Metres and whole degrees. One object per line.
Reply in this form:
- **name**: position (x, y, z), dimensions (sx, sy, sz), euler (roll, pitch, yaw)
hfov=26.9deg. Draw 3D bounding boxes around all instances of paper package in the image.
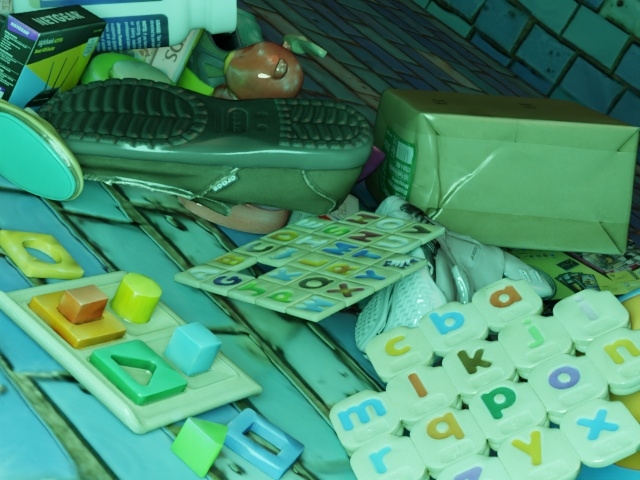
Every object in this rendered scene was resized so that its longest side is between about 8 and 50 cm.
- **paper package**: position (0.235, -0.101, 1.801), dimensions (0.310, 0.168, 0.325), euler (3, 13, -8)

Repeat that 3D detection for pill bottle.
- **pill bottle**: position (-0.241, -0.310, 1.643), dimensions (0.265, 0.153, 0.153), euler (-5, 26, -8)

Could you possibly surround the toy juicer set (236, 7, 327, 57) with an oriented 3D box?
- **toy juicer set**: position (-0.147, -0.336, 2.195), dimensions (0.329, 0.089, 0.209), euler (22, 5, 1)

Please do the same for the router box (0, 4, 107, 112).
- **router box**: position (-0.310, -0.185, 1.456), dimensions (0.046, 0.133, 0.179), euler (31, 19, 5)

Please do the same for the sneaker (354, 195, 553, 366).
- **sneaker**: position (0.154, 0.070, 1.480), dimensions (0.210, 0.137, 0.366), euler (24, 16, -10)

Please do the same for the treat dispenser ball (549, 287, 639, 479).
- **treat dispenser ball**: position (0.359, 0.178, 1.273), dimensions (0.288, 0.288, 0.288), euler (27, 19, -10)

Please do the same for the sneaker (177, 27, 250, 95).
- **sneaker**: position (-0.184, -0.289, 1.937), dimensions (0.300, 0.121, 0.111), euler (42, 21, 31)

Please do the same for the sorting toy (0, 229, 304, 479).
- **sorting toy**: position (-0.156, 0.078, 1.134), dimensions (0.348, 0.047, 0.196), euler (38, 20, 23)

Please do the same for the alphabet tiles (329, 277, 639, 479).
- **alphabet tiles**: position (0.154, 0.135, 1.179), dimensions (0.278, 0.284, 0.021), euler (-120, -173, -58)

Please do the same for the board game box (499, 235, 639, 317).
- **board game box**: position (0.336, 0.040, 1.829), dimensions (0.243, 0.042, 0.165), euler (-3, 39, -22)

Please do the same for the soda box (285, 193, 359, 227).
- **soda box**: position (0.000, 0.000, 1.534), dimensions (0.069, 0.074, 0.216), euler (27, 18, -10)

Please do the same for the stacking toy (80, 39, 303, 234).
- **stacking toy**: position (-0.134, -0.163, 1.602), dimensions (0.280, 0.130, 0.309), euler (21, 29, -21)

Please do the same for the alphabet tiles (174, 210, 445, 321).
- **alphabet tiles**: position (0.006, 0.017, 1.336), dimensions (0.198, 0.009, 0.237), euler (13, 28, 42)

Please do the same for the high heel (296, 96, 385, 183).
- **high heel**: position (-0.004, -0.172, 1.799), dimensions (0.082, 0.117, 0.244), euler (50, 15, -56)

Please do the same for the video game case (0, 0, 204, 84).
- **video game case**: position (-0.291, -0.319, 1.785), dimensions (0.275, 0.035, 0.248), euler (27, 53, -10)

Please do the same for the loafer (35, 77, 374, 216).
- **loafer**: position (-0.130, -0.078, 1.418), dimensions (0.366, 0.130, 0.133), euler (6, 38, 2)

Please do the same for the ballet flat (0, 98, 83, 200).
- **ballet flat**: position (-0.327, -0.122, 1.336), dimensions (0.232, 0.080, 0.073), euler (30, 35, 0)
